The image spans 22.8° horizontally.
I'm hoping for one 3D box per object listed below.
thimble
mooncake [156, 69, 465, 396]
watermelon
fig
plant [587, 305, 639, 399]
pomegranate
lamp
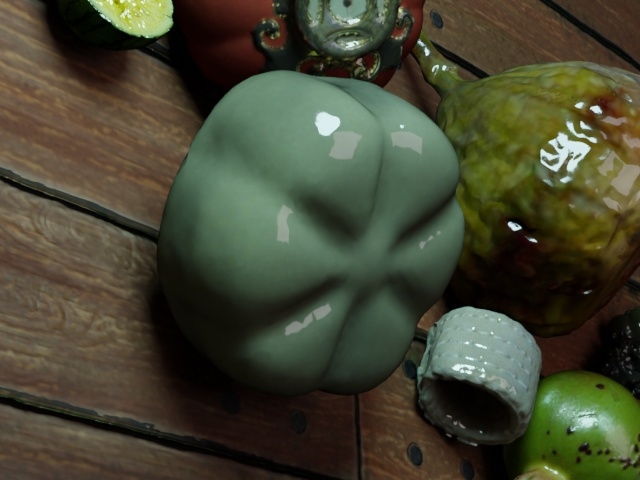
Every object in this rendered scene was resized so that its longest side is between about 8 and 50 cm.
[{"bbox_3d":[0.150,0.130,1.497,0.115,0.102,0.090,25,49,-8],"label":"thimble"},{"bbox_3d":[0.000,0.000,1.259,0.275,0.135,0.275,-19,120,-37],"label":"mooncake"},{"bbox_3d":[-0.171,-0.191,1.253,0.105,0.062,0.105,34,39,-32],"label":"watermelon"},{"bbox_3d":[0.186,-0.092,1.589,0.368,0.286,0.286,46,29,22],"label":"fig"},{"bbox_3d":[0.347,0.130,1.781,0.174,0.085,0.087,-57,144,-54],"label":"plant"},{"bbox_3d":[0.240,0.216,1.539,0.205,0.159,0.159,-34,102,-43],"label":"pomegranate"},{"bbox_3d":[-0.019,-0.216,1.355,0.227,0.227,0.227,27,54,-44],"label":"lamp"}]
